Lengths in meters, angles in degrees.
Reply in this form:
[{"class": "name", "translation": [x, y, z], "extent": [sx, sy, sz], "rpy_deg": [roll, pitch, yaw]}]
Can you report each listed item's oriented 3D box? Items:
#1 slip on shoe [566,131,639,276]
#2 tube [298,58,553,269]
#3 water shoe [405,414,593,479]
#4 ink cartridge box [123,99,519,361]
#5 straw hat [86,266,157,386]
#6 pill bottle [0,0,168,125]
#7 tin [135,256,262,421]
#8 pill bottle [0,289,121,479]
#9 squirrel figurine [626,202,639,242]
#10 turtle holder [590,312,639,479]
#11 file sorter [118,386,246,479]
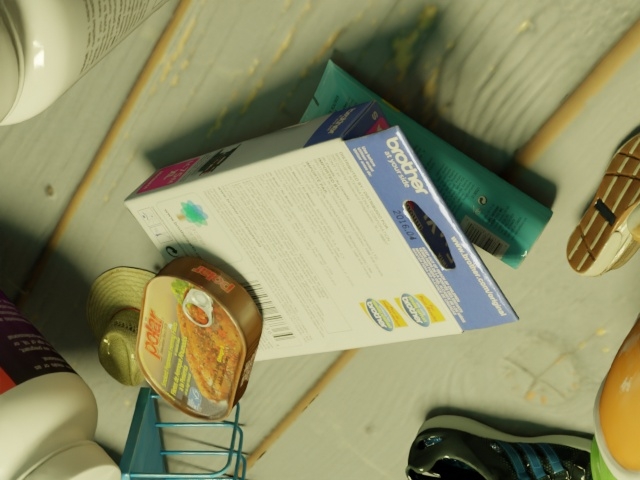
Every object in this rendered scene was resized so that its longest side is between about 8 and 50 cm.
[{"class": "slip on shoe", "translation": [0.230, -0.026, 0.878], "extent": [0.041, 0.051, 0.135], "rpy_deg": [4, 128, -29]}, {"class": "tube", "translation": [0.078, -0.054, 0.925], "extent": [0.207, 0.052, 0.080], "rpy_deg": [33, 127, 6]}, {"class": "water shoe", "translation": [0.175, 0.213, 1.048], "extent": [0.203, 0.080, 0.073], "rpy_deg": [8, 127, 20]}, {"class": "ink cartridge box", "translation": [0.000, 0.000, 0.954], "extent": [0.311, 0.065, 0.186], "rpy_deg": [-11, 120, 46]}, {"class": "straw hat", "translation": [-0.179, 0.101, 1.145], "extent": [0.144, 0.061, 0.144], "rpy_deg": [12, 127, 16]}, {"class": "pill bottle", "translation": [-0.206, -0.177, 0.808], "extent": [0.160, 0.283, 0.160], "rpy_deg": [12, 128, 16]}, {"class": "tin", "translation": [-0.108, 0.087, 1.049], "extent": [0.106, 0.040, 0.190], "rpy_deg": [29, 141, 9]}, {"class": "pill bottle", "translation": [-0.331, 0.139, 1.101], "extent": [0.323, 0.181, 0.181], "rpy_deg": [42, 134, 22]}, {"class": "squirrel figurine", "translation": [0.270, -0.080, 0.600], "extent": [0.281, 0.397, 0.370], "rpy_deg": [12, 141, 5]}, {"class": "turtle holder", "translation": [0.346, 0.129, 0.796], "extent": [0.320, 0.243, 0.227], "rpy_deg": [20, 131, 27]}, {"class": "file sorter", "translation": [-0.127, 0.246, 1.183], "extent": [0.104, 0.118, 0.170], "rpy_deg": [-1, 125, 4]}]
